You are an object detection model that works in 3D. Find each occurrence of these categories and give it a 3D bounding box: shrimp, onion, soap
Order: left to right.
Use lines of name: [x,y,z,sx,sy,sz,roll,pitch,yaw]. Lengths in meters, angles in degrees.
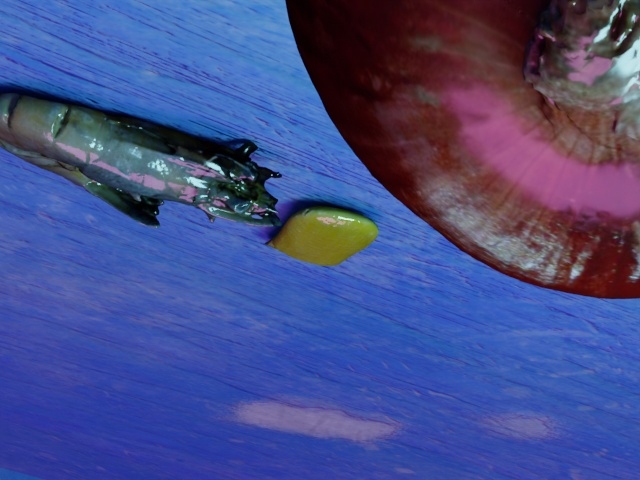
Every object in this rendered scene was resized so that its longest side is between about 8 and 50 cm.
shrimp: [-0.181,-0.062,1.530,0.289,0.075,0.178,12,167,-11]
soap: [0.000,0.000,1.663,0.089,0.033,0.168,16,159,-12]
onion: [0.134,-0.153,0.819,0.341,0.341,0.341,8,160,3]
